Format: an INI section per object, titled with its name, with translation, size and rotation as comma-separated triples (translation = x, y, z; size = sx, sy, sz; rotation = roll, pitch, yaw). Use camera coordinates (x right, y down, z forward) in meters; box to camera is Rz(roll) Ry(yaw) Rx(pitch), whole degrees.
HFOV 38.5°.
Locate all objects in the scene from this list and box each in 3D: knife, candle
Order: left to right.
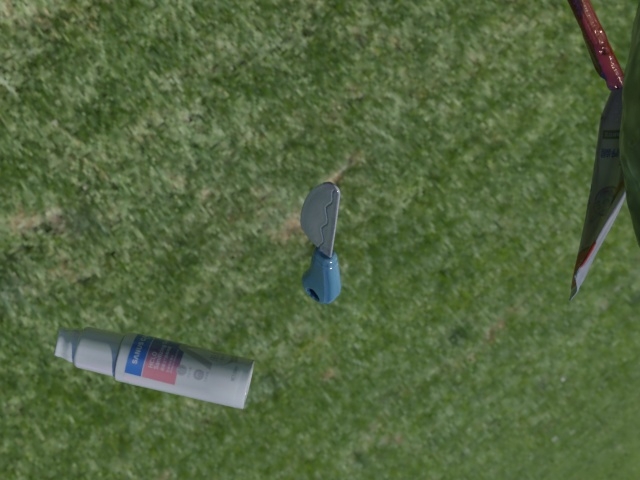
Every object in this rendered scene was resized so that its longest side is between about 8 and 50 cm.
[knife]
translation = -0.001, -0.001, 1.039
size = 0.032, 0.058, 0.244
rotation = -40, 154, -22
[candle]
translation = 0.235, -0.204, 0.820
size = 0.021, 0.026, 0.167
rotation = -43, 119, -12

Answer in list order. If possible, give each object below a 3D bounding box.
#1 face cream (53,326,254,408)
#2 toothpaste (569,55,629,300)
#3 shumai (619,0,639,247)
[face cream]
translation = -0.110, 0.079, 0.597
size = 0.034, 0.130, 0.034
rotation = 13, 90, -89
[toothpaste]
translation = 0.326, -0.080, 1.024
size = 0.075, 0.048, 0.300
rotation = 149, -36, -72
[shumai]
translation = 0.292, -0.020, 0.215
size = 0.398, 0.324, 0.323
rotation = -4, -163, 11
